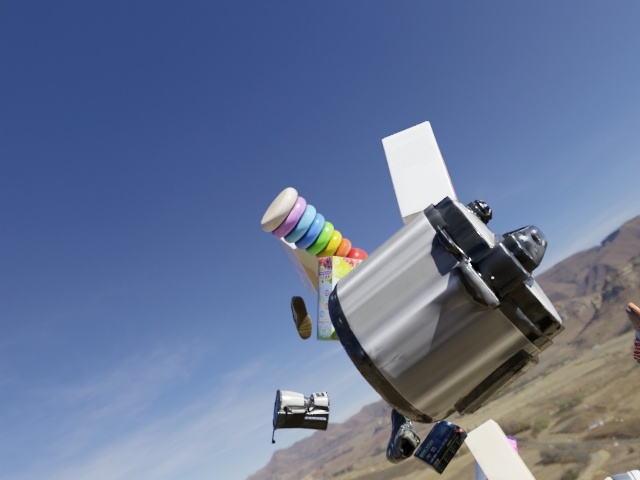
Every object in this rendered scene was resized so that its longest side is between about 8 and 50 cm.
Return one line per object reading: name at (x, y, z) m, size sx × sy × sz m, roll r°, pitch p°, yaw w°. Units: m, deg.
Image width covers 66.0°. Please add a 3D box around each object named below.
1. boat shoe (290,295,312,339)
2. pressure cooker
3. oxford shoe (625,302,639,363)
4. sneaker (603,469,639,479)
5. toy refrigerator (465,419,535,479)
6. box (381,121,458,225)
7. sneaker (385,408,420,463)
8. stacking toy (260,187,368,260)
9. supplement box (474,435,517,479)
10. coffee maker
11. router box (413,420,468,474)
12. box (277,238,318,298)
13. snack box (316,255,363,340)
boat shoe at (-0.065, 0.258, 1.667) m, size 0.056 × 0.152 × 0.049 m, roll -12°, pitch 6°, yaw -14°
pressure cooker at (0.271, 0.115, 1.001) m, size 0.420 × 0.369 × 0.375 m, roll -42°, pitch -59°, yaw 14°
oxford shoe at (0.960, 0.313, 1.441) m, size 0.098 × 0.271 × 0.097 m, roll -32°, pitch -4°, yaw 18°
sneaker at (0.738, 0.701, 1.118) m, size 0.128 × 0.321 × 0.126 m, roll -20°, pitch -52°, yaw 14°
toy refrigerator at (0.522, 0.649, 1.366) m, size 0.102 × 0.269 × 0.094 m, roll -38°, pitch -40°, yaw 8°
box at (0.337, -0.174, 1.598) m, size 0.168 × 0.345 × 0.215 m, roll -19°, pitch -37°, yaw 17°
sneaker at (0.299, 0.650, 1.711) m, size 0.130 × 0.087 × 0.227 m, roll -49°, pitch 17°, yaw 51°
stacking toy at (0.000, 0.000, 1.389) m, size 0.141 × 0.330 × 0.141 m, roll -47°, pitch 18°, yaw 20°
supplement box at (0.583, 0.760, 1.629) m, size 0.220 × 0.114 × 0.111 m, roll -63°, pitch -9°, yaw -58°
coffee maker at (-0.067, 0.592, 1.668) m, size 0.179 × 0.120 × 0.171 m, roll 8°, pitch -67°, yaw -11°
router box at (0.301, 0.515, 1.239) m, size 0.122 × 0.038 × 0.092 m, roll -46°, pitch 6°, yaw -19°
box at (-0.026, 0.065, 1.687) m, size 0.121 × 0.148 × 0.311 m, roll -38°, pitch -48°, yaw -13°
snack box at (0.079, 0.153, 1.255) m, size 0.175 × 0.206 × 0.070 m, roll 9°, pitch -13°, yaw -35°
